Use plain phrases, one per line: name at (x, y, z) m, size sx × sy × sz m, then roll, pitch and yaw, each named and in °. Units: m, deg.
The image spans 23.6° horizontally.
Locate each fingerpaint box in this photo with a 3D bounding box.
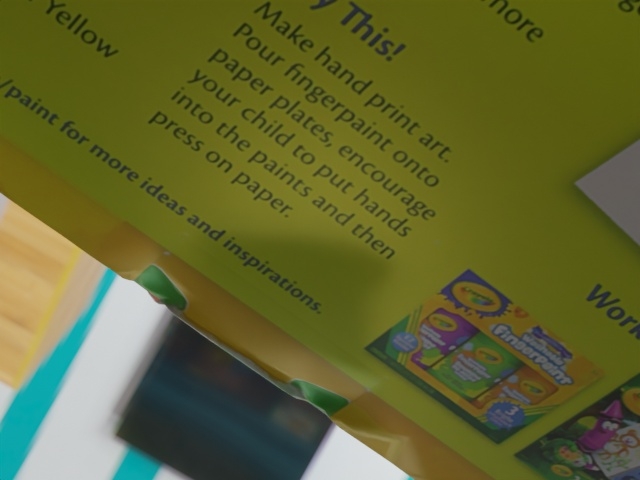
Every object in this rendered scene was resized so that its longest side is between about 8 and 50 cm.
fingerpaint box at (0.093, -0.106, 0.503) m, size 0.371 × 0.445 × 0.163 m, roll -41°, pitch -158°, yaw 34°

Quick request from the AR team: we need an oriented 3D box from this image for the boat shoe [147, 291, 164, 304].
boat shoe at (0.000, 0.000, 0.747) m, size 0.075 × 0.206 × 0.065 m, roll -48°, pitch 133°, yaw -62°
